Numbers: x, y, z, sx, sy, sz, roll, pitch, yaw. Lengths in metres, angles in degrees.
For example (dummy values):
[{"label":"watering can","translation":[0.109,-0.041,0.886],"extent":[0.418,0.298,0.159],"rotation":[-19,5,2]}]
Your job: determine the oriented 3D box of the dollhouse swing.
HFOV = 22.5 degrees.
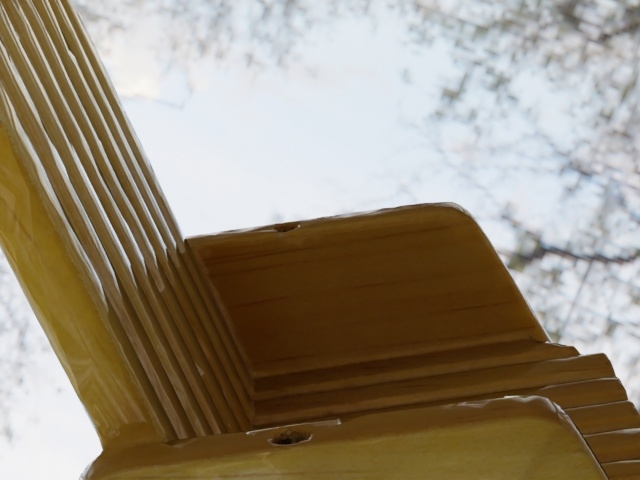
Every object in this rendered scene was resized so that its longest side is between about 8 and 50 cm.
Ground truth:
[{"label":"dollhouse swing","translation":[0.000,0.000,0.832],"extent":[0.315,0.305,0.347],"rotation":[-8,-164,1]}]
